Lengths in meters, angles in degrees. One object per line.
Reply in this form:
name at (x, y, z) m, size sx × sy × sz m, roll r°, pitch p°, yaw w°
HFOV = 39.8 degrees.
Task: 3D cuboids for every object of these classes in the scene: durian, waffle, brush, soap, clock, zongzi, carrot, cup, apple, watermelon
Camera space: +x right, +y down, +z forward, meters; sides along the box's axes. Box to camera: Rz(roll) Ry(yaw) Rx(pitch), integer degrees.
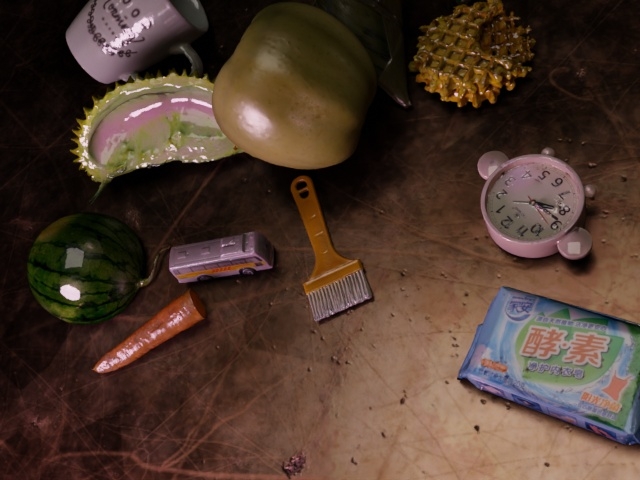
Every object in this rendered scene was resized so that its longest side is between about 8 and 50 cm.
durian at (-0.290, -0.206, 1.596) m, size 0.356 × 0.157 × 0.169 m, roll -16°, pitch 69°, yaw 10°
waffle at (0.253, -0.316, 1.478) m, size 0.197 × 0.070 × 0.193 m, roll -37°, pitch 58°, yaw 2°
brush at (0.000, 0.000, 1.462) m, size 0.103 × 0.013 × 0.272 m, roll -25°, pitch 59°, yaw 9°
soap at (0.339, 0.168, 1.209) m, size 0.293 × 0.077 × 0.156 m, roll 16°, pitch 73°, yaw 27°
clock at (0.323, -0.052, 1.332) m, size 0.156 × 0.063 × 0.229 m, roll -40°, pitch 61°, yaw -3°
zongzi at (0.108, -0.397, 1.490) m, size 0.125 × 0.250 × 0.274 m, roll -17°, pitch 57°, yaw -34°
carrot at (-0.292, 0.165, 1.481) m, size 0.224 × 0.057 × 0.057 m, roll -35°, pitch 58°, yaw 7°
cup at (-0.343, -0.388, 1.709) m, size 0.234 × 0.186 × 0.258 m, roll -33°, pitch 86°, yaw 17°
apple at (-0.040, -0.252, 1.451) m, size 0.279 × 0.279 × 0.279 m, roll -9°, pitch 63°, yaw 18°
watermelon at (-0.417, 0.037, 1.547) m, size 0.232 × 0.127 × 0.204 m, roll 21°, pitch 72°, yaw 23°

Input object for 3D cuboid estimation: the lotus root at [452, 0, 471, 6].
lotus root at (0.247, -0.448, 1.553) m, size 0.049 × 0.054 × 0.099 m, roll -1°, pitch 65°, yaw 11°

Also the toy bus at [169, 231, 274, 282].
toy bus at (-0.166, 0.030, 1.481) m, size 0.172 × 0.072 × 0.057 m, roll -11°, pitch 58°, yaw 16°
